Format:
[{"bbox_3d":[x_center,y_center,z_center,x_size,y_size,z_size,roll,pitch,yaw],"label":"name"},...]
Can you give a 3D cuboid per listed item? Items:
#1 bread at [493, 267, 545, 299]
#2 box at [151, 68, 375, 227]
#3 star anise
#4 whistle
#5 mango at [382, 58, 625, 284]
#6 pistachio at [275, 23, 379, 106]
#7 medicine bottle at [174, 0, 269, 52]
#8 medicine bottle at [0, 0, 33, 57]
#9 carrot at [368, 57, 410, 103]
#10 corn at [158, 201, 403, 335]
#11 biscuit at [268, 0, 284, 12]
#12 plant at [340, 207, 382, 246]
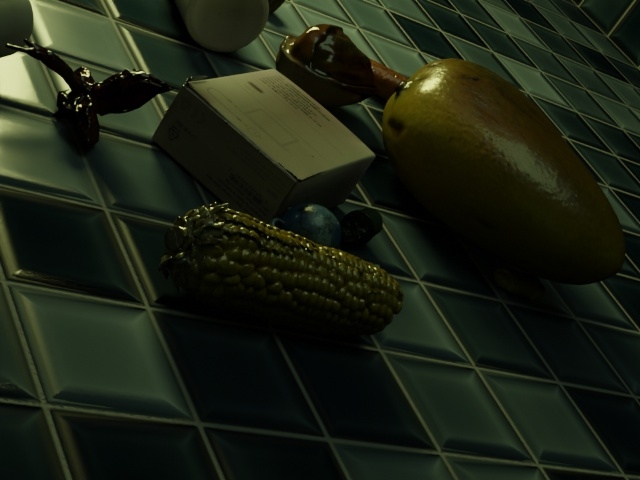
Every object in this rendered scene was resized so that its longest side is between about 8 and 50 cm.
[{"bbox_3d":[0.296,0.062,1.951,0.088,0.034,0.049,18,24,-32],"label":"bread"},{"bbox_3d":[-0.069,-0.126,1.744,0.203,0.106,0.251,40,26,13],"label":"box"},{"bbox_3d":[-0.291,-0.204,1.589,0.158,0.144,0.140,17,45,37],"label":"star anise"},{"bbox_3d":[0.000,0.000,1.633,0.158,0.090,0.090,16,31,-35],"label":"whistle"},{"bbox_3d":[0.280,-0.094,1.993,0.445,0.220,0.301,46,21,16],"label":"mango"},{"bbox_3d":[0.014,-0.276,2.091,0.165,0.130,0.210,39,12,37],"label":"pistachio"},{"bbox_3d":[-0.175,-0.413,2.087,0.139,0.139,0.237,18,29,-32],"label":"medicine bottle"},{"bbox_3d":[-0.425,-0.253,1.530,0.103,0.103,0.186,38,25,6],"label":"medicine bottle"},{"bbox_3d":[0.067,-0.300,2.288,0.209,0.061,0.061,30,25,-2],"label":"carrot"},{"bbox_3d":[-0.044,0.043,1.481,0.318,0.115,0.115,21,28,-34],"label":"corn"},{"bbox_3d":[-0.135,-0.481,2.356,0.188,0.052,0.056,49,12,27],"label":"biscuit"},{"bbox_3d":[0.046,-0.015,1.756,0.051,0.051,0.102,41,30,14],"label":"plant"}]
